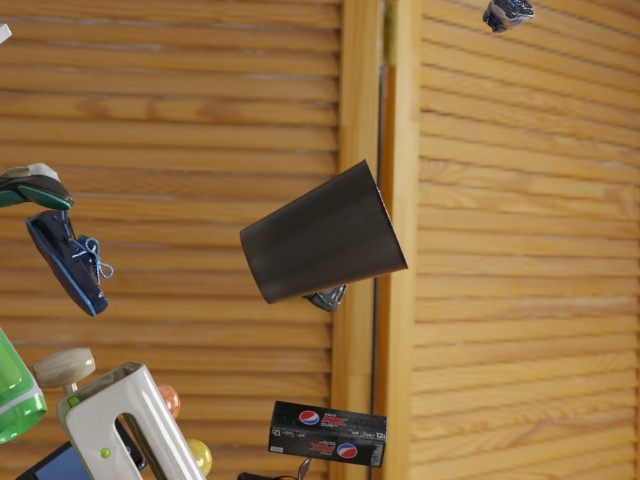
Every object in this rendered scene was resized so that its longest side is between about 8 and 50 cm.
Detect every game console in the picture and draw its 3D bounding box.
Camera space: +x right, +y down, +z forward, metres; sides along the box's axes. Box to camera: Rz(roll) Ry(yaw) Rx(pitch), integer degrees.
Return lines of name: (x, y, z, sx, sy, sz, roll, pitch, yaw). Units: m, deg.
game console: (-0.556, 0.534, 2.206, 0.293, 0.250, 0.173, -35, -32, -14)

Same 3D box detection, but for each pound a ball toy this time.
pound a ball toy: (-0.215, 0.265, 1.186, 0.135, 0.319, 0.208, -28, 6, -19)

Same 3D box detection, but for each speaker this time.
speaker: (-0.610, 0.210, 1.724, 0.131, 0.296, 0.131, -35, -12, -9)

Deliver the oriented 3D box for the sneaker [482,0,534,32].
sneaker: (0.350, -0.425, 1.835, 0.081, 0.080, 0.211, -43, -4, 22)

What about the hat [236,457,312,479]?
hat: (-0.138, 0.559, 2.013, 0.134, 0.331, 0.331, 26, 1, 5)

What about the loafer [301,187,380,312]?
loafer: (0.047, 0.012, 1.815, 0.084, 0.267, 0.096, 39, -23, -20)

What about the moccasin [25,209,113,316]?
moccasin: (-0.554, 0.027, 2.190, 0.117, 0.138, 0.342, -28, 55, -21)

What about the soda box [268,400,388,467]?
soda box: (0.011, 0.281, 1.411, 0.169, 0.053, 0.060, 9, 32, 1)

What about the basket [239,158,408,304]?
basket: (0.000, 0.000, 1.527, 0.227, 0.204, 0.154, -21, 38, 3)

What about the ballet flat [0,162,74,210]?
ballet flat: (-0.658, -0.127, 2.191, 0.280, 0.096, 0.095, 4, -26, 29)

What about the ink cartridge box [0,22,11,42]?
ink cartridge box: (-0.696, -0.405, 1.992, 0.063, 0.029, 0.115, 10, 47, 31)
